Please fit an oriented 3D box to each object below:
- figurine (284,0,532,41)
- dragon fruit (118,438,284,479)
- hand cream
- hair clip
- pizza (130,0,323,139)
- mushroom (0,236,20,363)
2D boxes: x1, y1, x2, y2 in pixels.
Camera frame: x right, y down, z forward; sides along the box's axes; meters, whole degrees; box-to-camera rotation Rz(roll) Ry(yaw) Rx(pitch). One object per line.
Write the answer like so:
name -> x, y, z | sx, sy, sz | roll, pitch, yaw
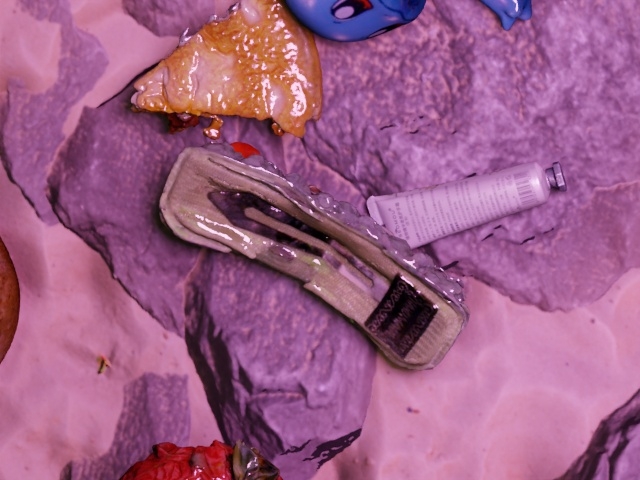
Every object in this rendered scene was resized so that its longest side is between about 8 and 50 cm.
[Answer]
figurine -> 0.123, -0.357, 1.363 | 0.243, 0.298, 0.416 | 32, 96, 33
dragon fruit -> -0.109, 0.336, 1.460 | 0.244, 0.244, 0.298 | -10, 104, 8
hand cream -> 0.145, -0.037, 1.485 | 0.195, 0.042, 0.067 | -16, 102, 14
hair clip -> 0.001, 0.000, 1.476 | 0.321, 0.091, 0.138 | 32, 130, 1
pizza -> -0.094, -0.159, 1.483 | 0.194, 0.069, 0.154 | -15, 93, 9
mushroom -> -0.426, 0.058, 1.516 | 0.253, 0.153, 0.253 | 0, 92, -2
